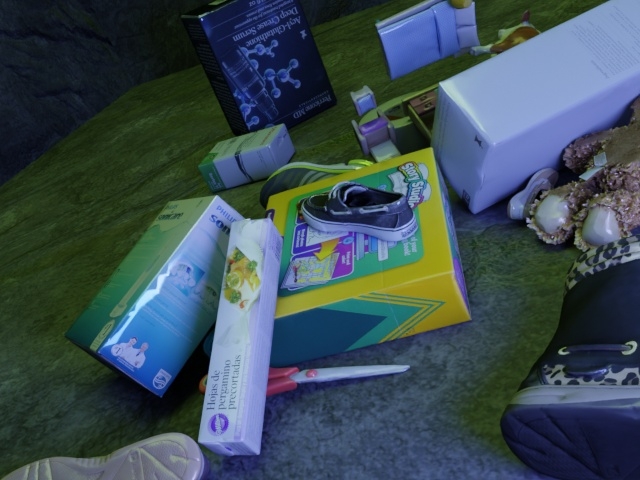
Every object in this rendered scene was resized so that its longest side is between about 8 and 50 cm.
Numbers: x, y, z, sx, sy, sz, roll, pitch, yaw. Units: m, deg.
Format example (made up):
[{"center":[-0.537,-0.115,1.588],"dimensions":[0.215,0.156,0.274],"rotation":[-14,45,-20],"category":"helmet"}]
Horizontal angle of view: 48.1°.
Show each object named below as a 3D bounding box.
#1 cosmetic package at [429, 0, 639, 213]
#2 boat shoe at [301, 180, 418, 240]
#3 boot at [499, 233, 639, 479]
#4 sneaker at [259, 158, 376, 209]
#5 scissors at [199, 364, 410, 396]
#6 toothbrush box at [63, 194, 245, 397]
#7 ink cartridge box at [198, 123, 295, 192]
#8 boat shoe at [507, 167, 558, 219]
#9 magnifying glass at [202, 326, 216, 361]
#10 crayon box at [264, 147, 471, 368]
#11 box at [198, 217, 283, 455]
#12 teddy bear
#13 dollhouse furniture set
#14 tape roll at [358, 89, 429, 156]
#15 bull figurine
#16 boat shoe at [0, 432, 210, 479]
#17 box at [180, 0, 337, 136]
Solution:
[{"center":[0.386,-0.227,1.207],"dimensions":[0.384,0.217,0.156],"rotation":[-25,63,-12],"category":"cosmetic package"},{"center":[0.051,-0.057,1.094],"dimensions":[0.219,0.070,0.078],"rotation":[10,45,42],"category":"boat shoe"},{"center":[0.389,0.106,0.704],"dimensions":[0.377,0.138,0.284],"rotation":[-11,27,35],"category":"boot"},{"center":[-0.013,-0.091,1.455],"dimensions":[0.299,0.111,0.121],"rotation":[-6,34,36],"category":"sneaker"},{"center":[-0.029,0.183,0.997],"dimensions":[0.296,0.021,0.109],"rotation":[-16,25,3],"category":"scissors"},{"center":[-0.249,0.079,1.155],"dimensions":[0.216,0.126,0.296],"rotation":[-2,51,57],"category":"toothbrush box"},{"center":[-0.187,-0.214,1.857],"dimensions":[0.208,0.087,0.153],"rotation":[-12,27,23],"category":"ink cartridge box"},{"center":[0.359,-0.073,1.178],"dimensions":[0.045,0.050,0.135],"rotation":[20,50,40],"category":"boat shoe"},{"center":[-0.137,0.188,1.100],"dimensions":[0.092,0.026,0.231],"rotation":[-22,27,2],"category":"magnifying glass"},{"center":[0.059,0.017,1.151],"dimensions":[0.312,0.106,0.363],"rotation":[-15,33,14],"category":"crayon box"},{"center":[-0.103,0.121,0.971],"dimensions":[0.063,0.067,0.324],"rotation":[-6,59,16],"category":"box"},{"center":[0.467,-0.093,1.080],"dimensions":[0.245,0.113,0.338],"rotation":[-4,38,48],"category":"teddy bear"},{"center":[0.199,-0.306,1.394],"dimensions":[0.286,0.303,0.198],"rotation":[-24,50,-2],"category":"dollhouse furniture set"},{"center":[0.203,-0.273,1.665],"dimensions":[0.219,0.072,0.219],"rotation":[-18,25,9],"category":"tape roll"},{"center":[0.418,-0.357,1.491],"dimensions":[0.188,0.101,0.311],"rotation":[-18,53,-9],"category":"bull figurine"},{"center":[-0.272,0.314,0.888],"dimensions":[0.285,0.092,0.103],"rotation":[-18,57,2],"category":"boat shoe"},{"center":[-0.178,-0.530,2.106],"dimensions":[0.293,0.396,0.212],"rotation":[-31,27,-14],"category":"box"}]
